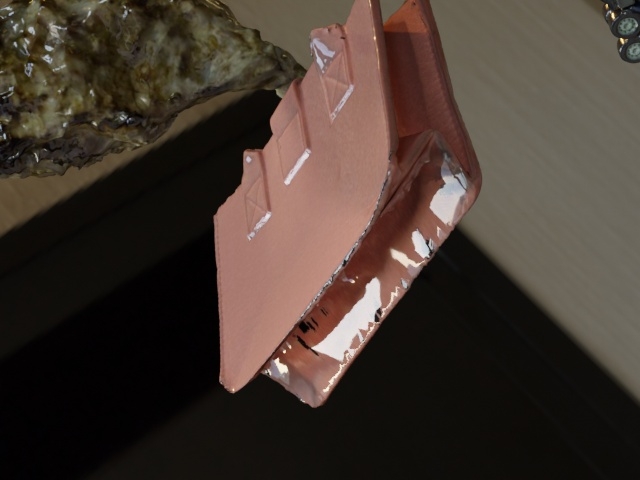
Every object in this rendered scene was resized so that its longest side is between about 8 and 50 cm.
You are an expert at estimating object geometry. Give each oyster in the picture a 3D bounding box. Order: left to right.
[{"bbox_3d":[-0.199,-0.181,1.365,0.396,0.111,0.204,-19,-72,-16],"label":"oyster"}]

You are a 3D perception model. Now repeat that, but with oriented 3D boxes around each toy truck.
[{"bbox_3d":[0.297,-0.232,1.257,0.088,0.074,0.202,-20,-46,14],"label":"toy truck"}]

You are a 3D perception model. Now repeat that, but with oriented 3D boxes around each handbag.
[{"bbox_3d":[0.006,-0.022,0.758,0.059,0.157,0.212,11,-42,-24],"label":"handbag"}]
